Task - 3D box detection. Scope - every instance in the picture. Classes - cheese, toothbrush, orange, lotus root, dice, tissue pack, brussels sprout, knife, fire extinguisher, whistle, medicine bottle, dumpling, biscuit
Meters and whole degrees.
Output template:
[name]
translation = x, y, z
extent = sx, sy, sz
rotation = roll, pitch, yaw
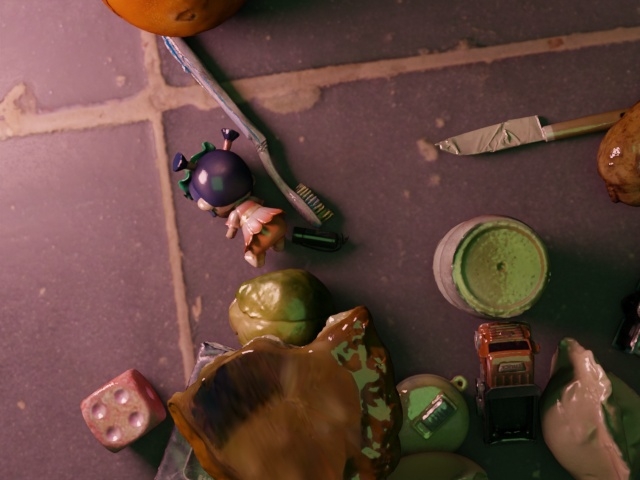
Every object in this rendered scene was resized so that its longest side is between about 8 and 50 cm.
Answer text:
[cheese]
translation = 0.099, 0.354, 1.328
extent = 0.249, 0.163, 0.070
rotation = 1, 126, 35
[toothbrush]
translation = -0.124, -0.183, 1.426
extent = 0.042, 0.035, 0.413
rotation = -39, 88, -19
[orange]
translation = -0.203, -0.402, 1.333
extent = 0.240, 0.240, 0.240
rotation = 0, 90, 3
[lotus root]
translation = 0.504, -0.151, 1.344
extent = 0.260, 0.128, 0.145
rotation = -36, 114, 6
[dice]
translation = -0.287, 0.248, 1.400
extent = 0.091, 0.094, 0.093
rotation = -34, 87, -1
[tissue pack]
translation = -0.130, 0.281, 1.401
extent = 0.173, 0.073, 0.235
rotation = 20, 90, 4
[brussels sprout]
translation = -0.051, 0.112, 1.378
extent = 0.155, 0.117, 0.155
rotation = 2, 94, 30
[knife]
translation = 0.316, -0.163, 1.411
extent = 0.298, 0.017, 0.047
rotation = -12, 82, 2
[fire extinguisher]
translation = 0.000, 0.000, 1.423
extent = 0.083, 0.025, 0.038
rotation = 8, 128, 3
[whistle]
translation = 0.120, 0.291, 1.393
extent = 0.126, 0.067, 0.258
rotation = 45, 94, 1
[medicine bottle]
translation = 0.239, 0.037, 1.350
extent = 0.147, 0.143, 0.147
rotation = 0, 90, -2
[dumpling]
translation = 0.385, 0.261, 1.315
extent = 0.147, 0.193, 0.258
rotation = -17, 100, -3
[biscuit]
translation = -0.037, 0.221, 1.281
extent = 0.329, 0.078, 0.335
rotation = 30, 102, 15

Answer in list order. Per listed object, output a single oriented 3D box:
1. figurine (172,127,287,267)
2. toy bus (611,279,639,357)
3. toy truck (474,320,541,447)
[figurine]
translation = -0.121, -0.065, 1.393
extent = 0.195, 0.102, 0.111
rotation = 44, 58, 6
[toy bus]
translation = 0.509, 0.051, 1.366
extent = 0.109, 0.091, 0.261
rotation = 23, 92, -4
[toy truck]
translation = 0.263, 0.208, 1.347
extent = 0.083, 0.092, 0.192
rotation = -5, 123, 4
